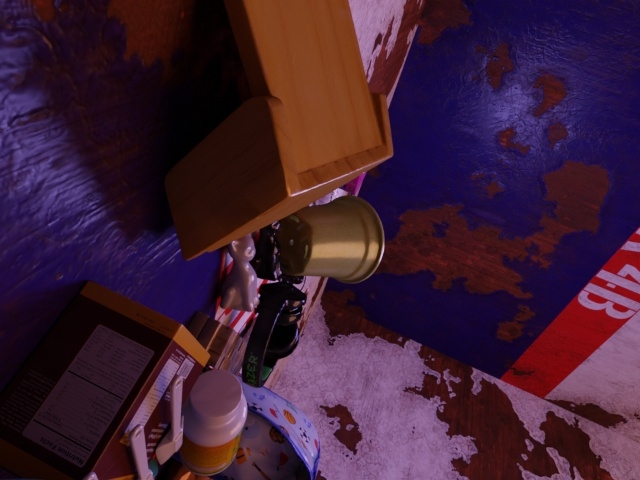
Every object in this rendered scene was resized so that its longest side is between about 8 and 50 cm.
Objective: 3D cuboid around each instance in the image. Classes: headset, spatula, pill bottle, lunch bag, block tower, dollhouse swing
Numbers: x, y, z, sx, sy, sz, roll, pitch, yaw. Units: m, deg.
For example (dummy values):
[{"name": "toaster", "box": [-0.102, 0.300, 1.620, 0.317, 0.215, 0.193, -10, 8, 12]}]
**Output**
[{"name": "headset", "box": [-0.139, 0.205, 1.113, 0.394, 0.185, 0.244, -61, 166, -54]}, {"name": "spatula", "box": [-0.217, 0.268, 0.492, 0.168, 0.019, 0.242, -50, 163, -47]}, {"name": "pill bottle", "box": [-0.229, 0.384, 0.859, 0.136, 0.136, 0.246, -58, 169, -50]}, {"name": "lunch bag", "box": [-0.185, 0.551, 1.138, 0.328, 0.385, 0.239, 76, 38, -79]}, {"name": "block tower", "box": [-0.246, 0.268, 0.992, 0.335, 0.090, 0.097, 92, 23, -68]}, {"name": "dollhouse swing", "box": [-0.081, -0.201, 0.627, 0.315, 0.305, 0.346, -26, -176, 36]}]

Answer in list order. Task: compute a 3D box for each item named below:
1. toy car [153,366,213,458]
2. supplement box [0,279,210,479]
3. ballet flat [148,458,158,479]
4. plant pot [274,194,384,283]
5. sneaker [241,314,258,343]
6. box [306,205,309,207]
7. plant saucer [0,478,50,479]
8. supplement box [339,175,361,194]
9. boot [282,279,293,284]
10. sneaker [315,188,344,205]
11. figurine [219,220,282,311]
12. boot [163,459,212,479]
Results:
[{"name": "toy car", "box": [-0.310, 0.337, 0.894, 0.225, 0.053, 0.239, -21, 135, -80]}, {"name": "supplement box", "box": [-0.260, 0.190, 0.510, 0.191, 0.129, 0.194, 99, 16, -63]}, {"name": "ballet flat", "box": [-0.356, 0.409, 0.632, 0.106, 0.108, 0.316, -36, 161, -13]}, {"name": "plant pot", "box": [0.000, 0.000, 1.176, 0.253, 0.276, 0.276, -2, 120, -46]}, {"name": "sneaker", "box": [-0.217, 0.310, 1.364, 0.262, 0.099, 0.121, 112, -6, -89]}, {"name": "box", "box": [0.001, -0.266, 1.236, 0.232, 0.058, 0.322, 101, 16, -60]}, {"name": "plant saucer", "box": [-0.320, 0.280, 0.274, 0.317, 0.043, 0.318, -34, 146, -26]}, {"name": "supplement box", "box": [0.096, -0.264, 1.273, 0.220, 0.111, 0.114, 101, 15, -58]}, {"name": "boot", "box": [-0.144, 0.200, 1.664, 0.121, 0.045, 0.099, 26, 84, -75]}, {"name": "sneaker", "box": [0.054, -0.210, 1.547, 0.152, 0.114, 0.305, -60, 170, -49]}, {"name": "figurine", "box": [-0.161, 0.034, 0.959, 0.215, 0.092, 0.210, -55, 158, -54]}, {"name": "boot", "box": [-0.412, 0.748, 1.178, 0.220, 0.108, 0.284, -58, 167, -55]}]
